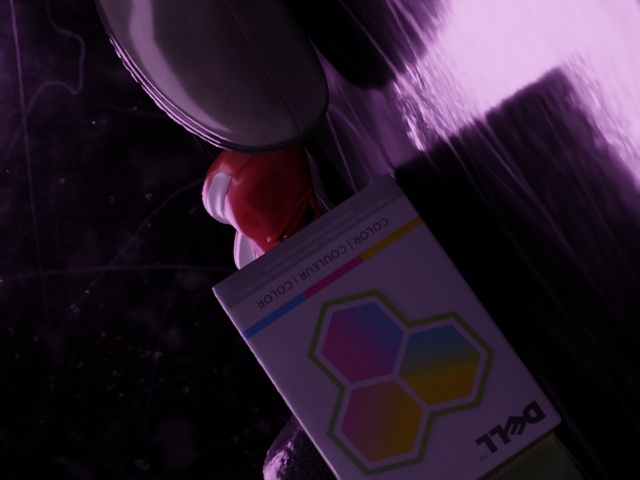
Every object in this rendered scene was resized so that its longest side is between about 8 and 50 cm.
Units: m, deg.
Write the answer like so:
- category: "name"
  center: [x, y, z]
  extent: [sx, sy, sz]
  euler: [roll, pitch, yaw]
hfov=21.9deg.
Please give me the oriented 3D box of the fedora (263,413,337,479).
- category: "fedora"
  center: [0.050, 0.194, 1.285]
  extent: [0.334, 0.152, 0.334]
  euler: [57, 175, 8]

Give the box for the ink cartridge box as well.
- category: "ink cartridge box"
  center: [0.048, 0.083, 0.835]
  extent: [0.209, 0.109, 0.062]
  euler: [56, 176, 10]

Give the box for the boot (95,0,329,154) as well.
- category: "boot"
  center: [-0.074, -0.151, 0.750]
  extent: [0.246, 0.083, 0.161]
  euler: [56, 170, -2]

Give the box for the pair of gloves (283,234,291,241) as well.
- category: "pair of gloves"
  center: [0.031, 0.066, 1.045]
  extent: [0.159, 0.023, 0.198]
  euler: [38, 164, 6]

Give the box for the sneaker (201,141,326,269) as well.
- category: "sneaker"
  center: [0.000, 0.000, 1.120]
  extent: [0.128, 0.087, 0.221]
  euler: [38, 170, 18]
